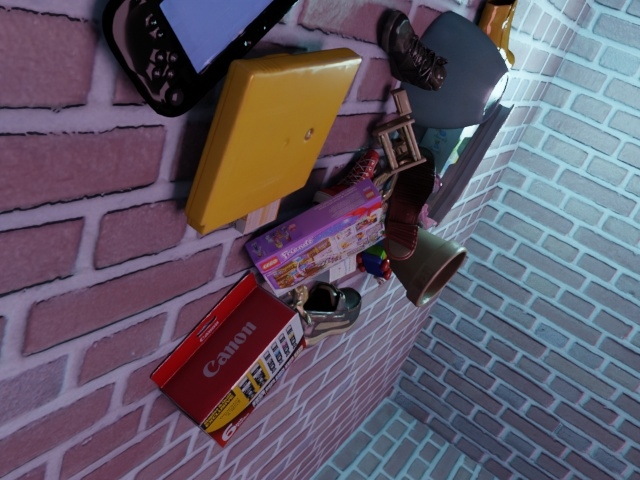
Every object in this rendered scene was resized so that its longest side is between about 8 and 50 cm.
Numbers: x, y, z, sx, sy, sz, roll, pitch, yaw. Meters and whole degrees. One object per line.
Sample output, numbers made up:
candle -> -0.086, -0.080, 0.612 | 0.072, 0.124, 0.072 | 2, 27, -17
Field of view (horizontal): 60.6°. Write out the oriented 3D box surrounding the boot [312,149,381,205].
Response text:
boot -> 0.070, -0.141, 1.281 | 0.176, 0.088, 0.244 | -65, 162, 7

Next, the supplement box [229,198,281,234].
supplement box -> -0.121, -0.059, 1.035 | 0.098, 0.036, 0.062 | -29, 144, -51

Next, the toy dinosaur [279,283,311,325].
toy dinosaur -> -0.061, 0.127, 1.388 | 0.092, 0.053, 0.183 | -6, 94, -51

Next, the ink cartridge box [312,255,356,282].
ink cartridge box -> 0.045, 0.037, 1.439 | 0.181, 0.061, 0.104 | -19, 113, -58

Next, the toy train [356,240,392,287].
toy train -> 0.200, 0.053, 1.804 | 0.248, 0.105, 0.143 | 62, 49, -65

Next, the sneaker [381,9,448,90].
sneaker -> 0.205, -0.396, 1.161 | 0.087, 0.130, 0.227 | -58, 156, -5

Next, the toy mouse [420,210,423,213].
toy mouse -> 0.271, -0.058, 1.773 | 0.143, 0.031, 0.161 | -20, 160, 12

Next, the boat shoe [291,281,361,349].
boat shoe -> 0.024, 0.192, 1.555 | 0.355, 0.132, 0.130 | -23, 138, -56

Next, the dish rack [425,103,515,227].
dish rack -> 0.397, -0.215, 1.516 | 0.333, 0.072, 0.285 | -57, 174, -17

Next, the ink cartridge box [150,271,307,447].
ink cartridge box -> -0.185, 0.265, 1.207 | 0.309, 0.130, 0.272 | -48, 155, -22

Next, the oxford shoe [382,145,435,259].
oxford shoe -> 0.250, -0.111, 1.647 | 0.130, 0.123, 0.348 | 147, -39, -83

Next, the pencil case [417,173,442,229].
pencil case -> 0.353, -0.131, 1.838 | 0.124, 0.124, 0.284 | -54, 159, -9

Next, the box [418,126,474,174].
box -> 0.386, -0.313, 1.686 | 0.114, 0.103, 0.203 | -8, 127, -62

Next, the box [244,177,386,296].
box -> 0.000, 0.000, 1.191 | 0.293, 0.057, 0.201 | -28, 154, -5

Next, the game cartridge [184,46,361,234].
game cartridge -> -0.076, -0.171, 0.896 | 0.323, 0.052, 0.285 | -32, 154, -53

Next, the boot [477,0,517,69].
boot -> 0.534, -0.611, 1.607 | 0.295, 0.104, 0.211 | -29, 145, -44

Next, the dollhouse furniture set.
dollhouse furniture set -> 0.169, -0.281, 1.356 | 0.101, 0.161, 0.182 | -21, 114, 3

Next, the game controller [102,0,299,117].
game controller -> -0.122, -0.302, 0.670 | 0.319, 0.067, 0.166 | -52, 158, -17

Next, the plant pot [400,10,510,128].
plant pot -> 0.357, -0.399, 1.387 | 0.290, 0.195, 0.290 | -46, 156, -27

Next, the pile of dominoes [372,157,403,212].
pile of dominoes -> 0.162, -0.094, 1.433 | 0.251, 0.040, 0.196 | -39, 151, -57

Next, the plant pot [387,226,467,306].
plant pot -> 0.333, 0.062, 1.885 | 0.263, 0.229, 0.263 | -41, 157, -21
